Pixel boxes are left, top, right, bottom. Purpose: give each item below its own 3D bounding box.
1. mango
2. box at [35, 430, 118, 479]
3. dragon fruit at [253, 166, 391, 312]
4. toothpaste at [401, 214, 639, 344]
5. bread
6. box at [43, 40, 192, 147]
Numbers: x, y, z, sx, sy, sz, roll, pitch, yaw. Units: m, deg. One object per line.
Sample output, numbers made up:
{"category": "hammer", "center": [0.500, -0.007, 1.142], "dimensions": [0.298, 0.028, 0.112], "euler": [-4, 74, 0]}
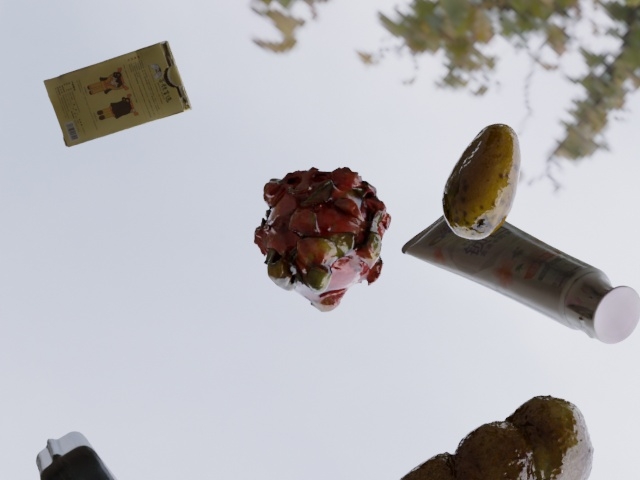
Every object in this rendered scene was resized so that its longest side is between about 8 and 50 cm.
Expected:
{"category": "mango", "center": [0.144, -0.053, 1.381], "dimensions": [0.079, 0.057, 0.114], "euler": [-42, -157, 60]}
{"category": "box", "center": [-0.166, 0.226, 1.245], "dimensions": [0.050, 0.160, 0.230], "euler": [-35, -177, -12]}
{"category": "dragon fruit", "center": [0.000, 0.000, 1.541], "dimensions": [0.207, 0.133, 0.150], "euler": [-82, -173, -70]}
{"category": "toothpaste", "center": [0.203, 0.026, 1.620], "dimensions": [0.100, 0.066, 0.323], "euler": [-40, -148, -14]}
{"category": "bread", "center": [0.095, 0.255, 1.382], "dimensions": [0.344, 0.124, 0.084], "euler": [-31, -138, -10]}
{"category": "box", "center": [-0.197, -0.143, 1.538], "dimensions": [0.149, 0.073, 0.020], "euler": [-13, -169, 26]}
